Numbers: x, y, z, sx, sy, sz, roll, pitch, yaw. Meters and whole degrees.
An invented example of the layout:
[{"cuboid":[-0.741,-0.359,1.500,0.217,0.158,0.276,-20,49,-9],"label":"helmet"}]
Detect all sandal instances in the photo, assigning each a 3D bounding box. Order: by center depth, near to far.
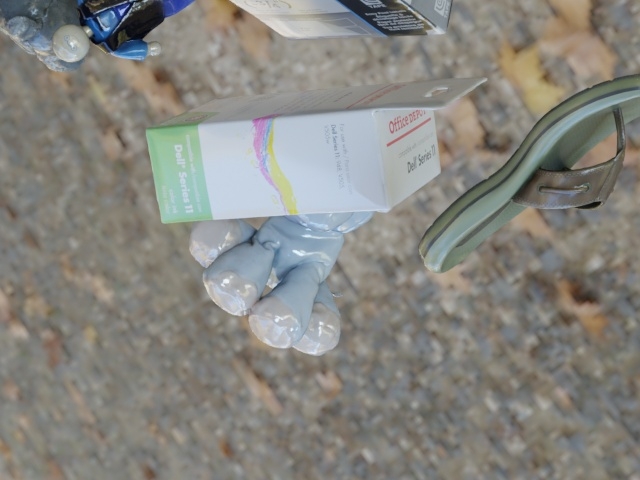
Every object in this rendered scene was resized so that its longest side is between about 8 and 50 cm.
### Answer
[{"cuboid":[0.221,-0.053,1.553,0.303,0.120,0.086,-43,70,28],"label":"sandal"}]

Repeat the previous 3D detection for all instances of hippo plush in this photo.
[{"cuboid":[0.000,0.000,2.254,0.236,0.294,0.234,-47,62,27],"label":"hippo plush"}]

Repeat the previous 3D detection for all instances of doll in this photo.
[{"cuboid":[-0.188,-0.243,1.663,0.129,0.189,0.046,53,174,-18],"label":"doll"}]

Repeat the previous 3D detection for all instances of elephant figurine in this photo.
[{"cuboid":[-0.271,-0.320,1.854,0.186,0.239,0.169,38,177,32],"label":"elephant figurine"}]

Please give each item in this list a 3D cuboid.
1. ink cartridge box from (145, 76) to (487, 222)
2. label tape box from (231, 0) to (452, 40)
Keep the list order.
[{"cuboid":[0.007,-0.105,1.924,0.353,0.207,0.119,-3,103,22],"label":"ink cartridge box"},{"cuboid":[-0.029,-0.342,1.925,0.241,0.106,0.334,3,164,37],"label":"label tape box"}]
